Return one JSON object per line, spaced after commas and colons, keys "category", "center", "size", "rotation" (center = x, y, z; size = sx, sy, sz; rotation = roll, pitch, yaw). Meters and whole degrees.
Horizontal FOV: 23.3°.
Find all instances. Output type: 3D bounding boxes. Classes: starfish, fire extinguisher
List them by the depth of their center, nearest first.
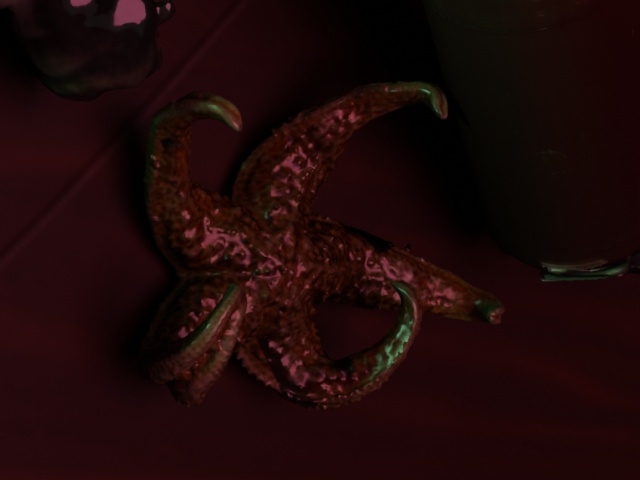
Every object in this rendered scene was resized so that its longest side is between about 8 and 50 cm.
{"category": "starfish", "center": [0.002, 0.000, 0.661], "size": [0.190, 0.074, 0.146], "rotation": [7, 89, -41]}
{"category": "fire extinguisher", "center": [0.111, -0.061, 0.690], "size": [0.104, 0.105, 0.269], "rotation": [-53, 146, -23]}

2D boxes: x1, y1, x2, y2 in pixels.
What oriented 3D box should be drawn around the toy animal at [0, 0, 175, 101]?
{"category": "toy animal", "center": [-0.159, -0.118, 0.499], "size": [0.343, 0.106, 0.168], "rotation": [12, 80, -46]}
